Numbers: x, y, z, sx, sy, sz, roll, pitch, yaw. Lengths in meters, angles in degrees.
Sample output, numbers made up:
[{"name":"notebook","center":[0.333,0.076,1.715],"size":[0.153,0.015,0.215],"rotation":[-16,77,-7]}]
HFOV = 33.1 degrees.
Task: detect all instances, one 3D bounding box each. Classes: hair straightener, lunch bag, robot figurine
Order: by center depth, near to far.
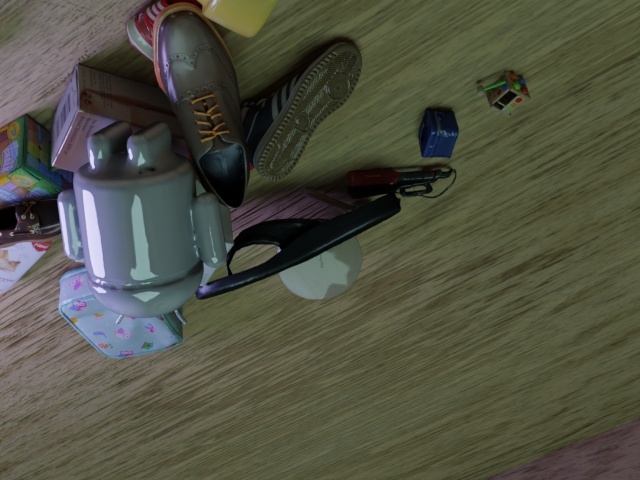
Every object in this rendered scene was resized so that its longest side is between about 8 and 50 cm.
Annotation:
[{"name":"robot figurine","center":[-0.302,-0.020,1.815],"size":[0.300,0.200,0.353],"rotation":[5,111,19]},{"name":"lunch bag","center":[0.223,-0.206,2.077],"size":[0.065,0.067,0.098],"rotation":[-2,142,-10]},{"name":"hair straightener","center":[0.167,-0.114,2.217],"size":[0.230,0.047,0.089],"rotation":[-9,144,-7]},{"name":"lunch bag","center":[-0.442,0.148,2.375],"size":[0.224,0.107,0.279],"rotation":[-12,142,13]}]

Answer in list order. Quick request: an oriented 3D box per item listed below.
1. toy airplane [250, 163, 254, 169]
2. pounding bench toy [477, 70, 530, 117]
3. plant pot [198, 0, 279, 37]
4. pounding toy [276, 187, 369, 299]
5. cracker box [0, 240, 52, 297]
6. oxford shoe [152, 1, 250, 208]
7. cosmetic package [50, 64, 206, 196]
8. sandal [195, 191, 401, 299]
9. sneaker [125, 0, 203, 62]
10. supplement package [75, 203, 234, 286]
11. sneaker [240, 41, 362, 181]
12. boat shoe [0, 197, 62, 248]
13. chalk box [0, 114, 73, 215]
[{"name":"toy airplane","center":[-0.119,-0.178,2.076],"size":[0.151,0.028,0.151],"rotation":[-7,142,-5]},{"name":"pounding bench toy","center":[0.342,-0.282,2.014],"size":[0.083,0.052,0.065],"rotation":[20,134,-33]},{"name":"plant pot","center":[-0.152,-0.455,1.543],"size":[0.239,0.254,0.254],"rotation":[25,134,-15]},{"name":"pounding toy","center":[0.000,0.000,2.300],"size":[0.183,0.110,0.236],"rotation":[16,108,-14]},{"name":"cracker box","center":[-0.671,0.022,2.193],"size":[0.156,0.067,0.232],"rotation":[22,133,-35]},{"name":"oxford shoe","center":[-0.180,-0.217,1.782],"size":[0.130,0.132,0.363],"rotation":[-22,127,-7]},{"name":"cosmetic package","center":[-0.318,-0.186,1.933],"size":[0.296,0.129,0.153],"rotation":[12,132,-27]},{"name":"sandal","center":[-0.057,-0.007,2.166],"size":[0.446,0.107,0.167],"rotation":[-26,176,-3]},{"name":"sneaker","center":[-0.209,-0.324,1.816],"size":[0.128,0.087,0.221],"rotation":[-29,140,26]},{"name":"supplement package","center":[-0.319,-0.054,2.050],"size":[0.262,0.204,0.145],"rotation":[13,137,-26]},{"name":"sneaker","center":[-0.050,-0.253,1.949],"size":[0.099,0.153,0.282],"rotation":[32,97,-37]},{"name":"boat shoe","center":[-0.526,-0.036,1.922],"size":[0.207,0.073,0.073],"rotation":[-16,145,9]},{"name":"chalk box","center":[-0.539,-0.127,1.970],"size":[0.213,0.132,0.132],"rotation":[-27,140,21]}]
